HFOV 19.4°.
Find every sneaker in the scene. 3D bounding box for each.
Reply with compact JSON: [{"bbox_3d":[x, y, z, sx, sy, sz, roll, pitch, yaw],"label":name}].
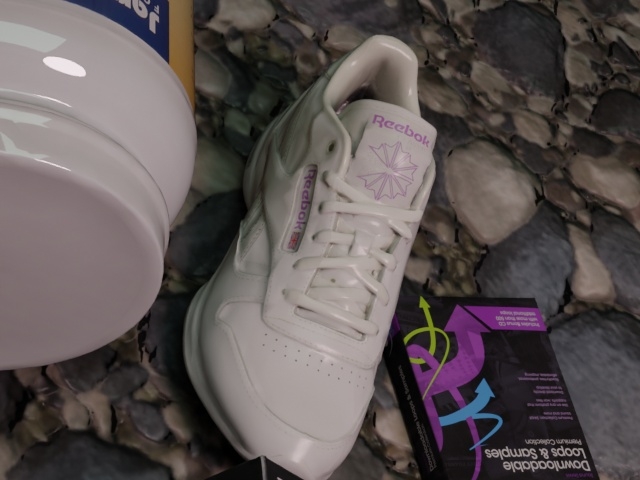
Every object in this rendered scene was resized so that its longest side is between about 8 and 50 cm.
[{"bbox_3d":[0.000,0.000,1.125,0.114,0.152,0.305,22,49,-17],"label":"sneaker"}]

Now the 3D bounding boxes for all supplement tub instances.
[{"bbox_3d":[-0.183,-0.109,1.049,0.228,0.228,0.316,13,50,-22],"label":"supplement tub"}]

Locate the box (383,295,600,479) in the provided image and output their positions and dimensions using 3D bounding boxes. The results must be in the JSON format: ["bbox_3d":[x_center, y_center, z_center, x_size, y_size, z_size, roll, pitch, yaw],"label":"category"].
[{"bbox_3d":[0.108,0.109,1.187,0.116,0.029,0.162,2,56,-29],"label":"box"}]

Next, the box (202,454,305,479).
[{"bbox_3d":[-0.002,0.215,0.952,0.180,0.077,0.147,37,36,-45],"label":"box"}]
